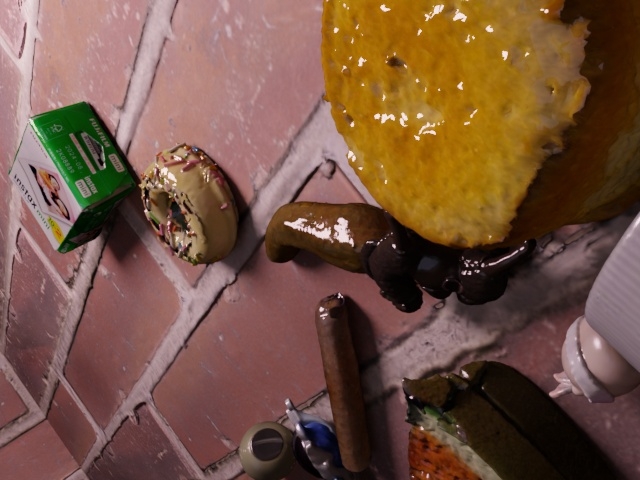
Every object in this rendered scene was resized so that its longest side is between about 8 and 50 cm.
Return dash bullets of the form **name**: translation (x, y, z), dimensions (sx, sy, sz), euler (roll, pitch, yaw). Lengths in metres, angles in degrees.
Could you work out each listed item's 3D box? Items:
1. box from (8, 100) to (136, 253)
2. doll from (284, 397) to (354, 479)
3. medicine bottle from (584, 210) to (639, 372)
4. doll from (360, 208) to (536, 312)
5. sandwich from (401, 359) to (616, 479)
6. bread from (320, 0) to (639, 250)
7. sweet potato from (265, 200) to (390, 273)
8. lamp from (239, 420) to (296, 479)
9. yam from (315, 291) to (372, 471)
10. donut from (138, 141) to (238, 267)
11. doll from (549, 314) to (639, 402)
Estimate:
- **box**: translation (-0.408, -0.096, 1.074), dimensions (0.250, 0.103, 0.180), euler (-30, 91, 53)
- **doll**: translation (0.007, 0.302, 0.919), dimensions (0.195, 0.070, 0.096), euler (54, 180, -1)
- **medicine bottle**: translation (0.300, 0.063, 0.274), dimensions (0.306, 0.245, 0.245), euler (46, 143, 29)
- **doll**: translation (0.105, 0.020, 0.596), dimensions (0.139, 0.057, 0.165), euler (17, 142, 6)
- **sandwich**: translation (0.196, 0.257, 0.653), dimensions (0.292, 0.109, 0.212), euler (42, 147, 23)
- **bread**: translation (0.111, -0.121, 0.439), dimensions (0.268, 0.145, 0.269), euler (31, 134, 37)
- **sweet potato**: translation (-0.003, -0.005, 0.722), dimensions (0.233, 0.062, 0.081), euler (1, 117, 51)
- **lamp**: translation (-0.081, 0.348, 1.054), dimensions (0.091, 0.091, 0.163), euler (40, 156, 22)
- **yam**: translation (0.030, 0.182, 0.829), dimensions (0.046, 0.046, 0.264), euler (16, 127, 41)
- **donut**: translation (-0.181, -0.042, 0.886), dimensions (0.174, 0.068, 0.175), euler (28, 135, 32)
- **doll**: translation (0.235, 0.092, 0.520), dimensions (0.084, 0.073, 0.127), euler (21, 137, -5)
